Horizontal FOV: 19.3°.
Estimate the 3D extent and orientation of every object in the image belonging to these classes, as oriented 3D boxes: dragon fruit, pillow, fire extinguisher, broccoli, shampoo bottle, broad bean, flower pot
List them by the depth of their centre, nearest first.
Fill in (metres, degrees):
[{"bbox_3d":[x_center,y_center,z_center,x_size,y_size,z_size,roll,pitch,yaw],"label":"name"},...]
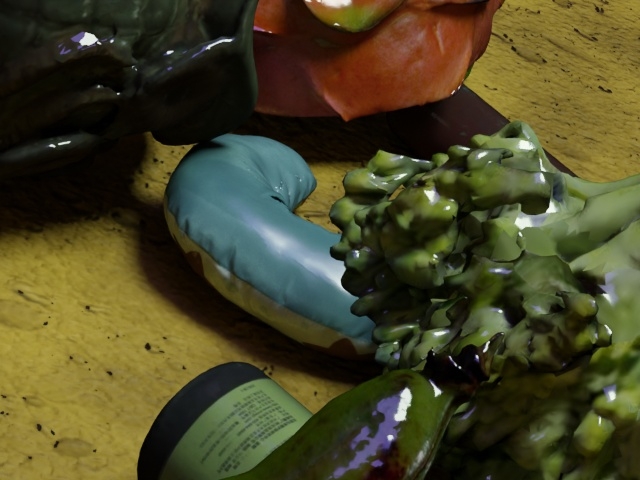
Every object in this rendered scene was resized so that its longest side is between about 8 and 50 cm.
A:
[{"bbox_3d":[-0.036,0.148,0.987,0.339,0.061,0.077,-29,49,-13],"label":"broad bean"},{"bbox_3d":[0.023,0.185,1.054,0.284,0.101,0.101,38,37,28],"label":"shampoo bottle"},{"bbox_3d":[0.161,0.065,1.183,0.324,0.272,0.334,12,27,15],"label":"broccoli"},{"bbox_3d":[-0.165,-0.179,1.326,0.213,0.302,0.302,2,36,-23],"label":"flower pot"},{"bbox_3d":[0.000,0.000,1.344,0.233,0.086,0.214,26,28,8],"label":"pillow"},{"bbox_3d":[0.004,-0.228,1.528,0.290,0.189,0.290,-8,32,5],"label":"dragon fruit"},{"bbox_3d":[0.129,-0.072,1.538,0.267,0.072,0.089,43,4,34],"label":"fire extinguisher"}]

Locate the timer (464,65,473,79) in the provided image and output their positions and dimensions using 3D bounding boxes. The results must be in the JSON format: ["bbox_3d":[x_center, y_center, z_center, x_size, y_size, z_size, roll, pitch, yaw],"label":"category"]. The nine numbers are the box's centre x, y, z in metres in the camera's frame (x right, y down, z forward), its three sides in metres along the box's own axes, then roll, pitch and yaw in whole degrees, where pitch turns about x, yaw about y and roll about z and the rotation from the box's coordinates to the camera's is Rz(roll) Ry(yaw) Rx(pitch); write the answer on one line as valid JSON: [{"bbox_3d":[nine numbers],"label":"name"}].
[{"bbox_3d":[0.074,-0.194,1.707,0.128,0.047,0.140,10,33,-16],"label":"timer"}]
